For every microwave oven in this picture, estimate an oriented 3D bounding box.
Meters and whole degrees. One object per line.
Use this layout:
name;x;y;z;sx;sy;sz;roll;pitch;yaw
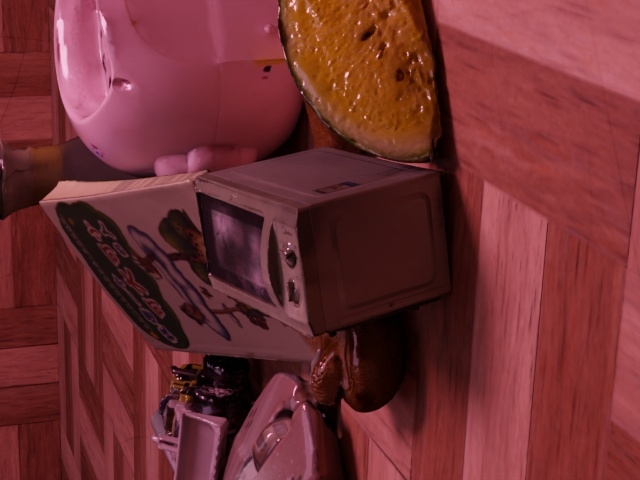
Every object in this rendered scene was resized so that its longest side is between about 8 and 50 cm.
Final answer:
microwave oven;0.000;0.000;1.239;0.205;0.163;0.129;21;121;59

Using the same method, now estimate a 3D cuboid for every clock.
clock;-0.183;-0.221;1.629;0.376;0.250;0.368;138;126;-67

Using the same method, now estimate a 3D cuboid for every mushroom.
mushroom;0.033;0.103;1.315;0.127;0.087;0.127;171;90;-71

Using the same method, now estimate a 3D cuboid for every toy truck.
toy truck;-0.153;0.231;1.736;0.286;0.111;0.136;-90;6;-77

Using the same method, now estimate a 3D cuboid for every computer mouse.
computer mouse;-0.049;0.279;1.563;0.199;0.115;0.389;-120;30;-46

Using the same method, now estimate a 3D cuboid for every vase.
vase;-0.288;-0.092;1.860;0.173;0.321;0.173;176;90;-72

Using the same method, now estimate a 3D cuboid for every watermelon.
watermelon;0.041;-0.197;1.229;0.129;0.123;0.301;-23;73;48

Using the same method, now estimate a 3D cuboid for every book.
book;-0.167;0.035;1.612;0.371;0.043;0.260;-2;127;55

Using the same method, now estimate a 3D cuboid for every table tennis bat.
table tennis bat;-0.105;0.214;1.868;0.158;0.014;0.095;-166;75;-73

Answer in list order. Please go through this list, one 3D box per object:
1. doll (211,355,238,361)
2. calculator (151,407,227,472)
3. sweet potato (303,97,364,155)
doll;-0.118;0.031;1.751;0.127;0.088;0.249;-48;-34;-75
calculator;-0.161;0.309;1.899;0.141;0.045;0.246;46;179;-27
sweet potato;0.006;-0.045;1.400;0.067;0.059;0.281;23;125;20
